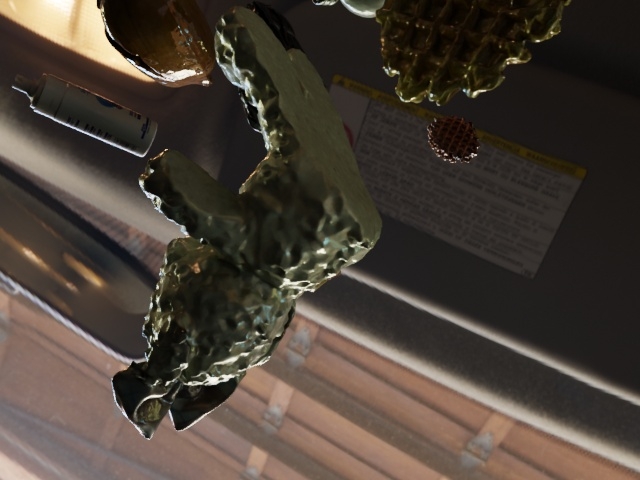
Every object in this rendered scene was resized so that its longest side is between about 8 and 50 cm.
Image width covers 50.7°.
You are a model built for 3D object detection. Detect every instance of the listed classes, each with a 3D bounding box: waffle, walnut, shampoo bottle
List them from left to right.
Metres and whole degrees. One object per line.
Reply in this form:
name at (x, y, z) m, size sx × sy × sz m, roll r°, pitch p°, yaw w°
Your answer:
shampoo bottle at (-0.516, -0.284, 1.483) m, size 0.303 × 0.092 × 0.092 m, roll 23°, pitch -40°, yaw -25°
walnut at (-0.337, -0.446, 1.457) m, size 0.208 × 0.209 × 0.336 m, roll 0°, pitch -32°, yaw 32°
waffle at (0.196, -0.151, 0.993) m, size 0.075 × 0.083 × 0.029 m, roll -7°, pitch -27°, yaw -15°
waffle at (0.214, -0.346, 0.964) m, size 0.302 × 0.325 × 0.068 m, roll -25°, pitch -28°, yaw 30°

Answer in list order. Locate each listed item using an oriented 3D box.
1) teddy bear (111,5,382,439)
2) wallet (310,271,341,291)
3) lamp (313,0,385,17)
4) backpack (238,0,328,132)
teddy bear at (-0.125, -0.013, 0.817) m, size 0.362 × 0.327 × 0.376 m, roll -32°, pitch -110°, yaw 18°
wallet at (0.000, 0.000, 1.254) m, size 0.067 × 0.141 × 0.241 m, roll 49°, pitch -8°, yaw 29°
lamp at (0.067, -0.517, 1.392) m, size 0.106 × 0.193 × 0.106 m, roll 16°, pitch -69°, yaw 49°
backpack at (-0.081, -0.324, 1.247) m, size 0.133 × 0.206 × 0.258 m, roll -29°, pitch -111°, yaw 22°
